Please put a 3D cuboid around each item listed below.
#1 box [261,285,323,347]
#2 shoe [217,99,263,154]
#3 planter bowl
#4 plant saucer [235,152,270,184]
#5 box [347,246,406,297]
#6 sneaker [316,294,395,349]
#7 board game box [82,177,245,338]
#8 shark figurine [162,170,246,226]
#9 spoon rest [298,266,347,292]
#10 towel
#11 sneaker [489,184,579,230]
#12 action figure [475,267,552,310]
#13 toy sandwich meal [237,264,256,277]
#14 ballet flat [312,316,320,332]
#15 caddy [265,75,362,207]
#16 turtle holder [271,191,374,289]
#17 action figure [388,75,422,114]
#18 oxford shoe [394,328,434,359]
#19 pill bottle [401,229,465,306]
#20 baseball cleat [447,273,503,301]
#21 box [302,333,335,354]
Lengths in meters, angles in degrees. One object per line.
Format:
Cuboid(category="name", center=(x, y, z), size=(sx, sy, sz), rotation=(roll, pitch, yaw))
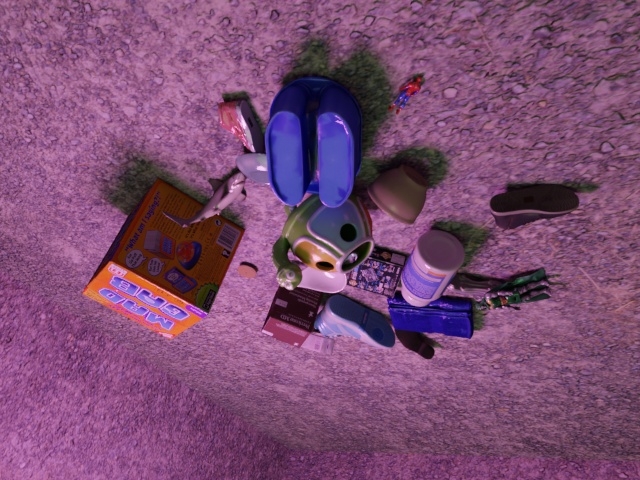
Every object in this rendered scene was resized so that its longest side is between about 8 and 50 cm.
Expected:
Cuboid(category="box", center=(-0.105, 0.270, 2.337), size=(0.169, 0.203, 0.167), rotation=(22, 146, -6))
Cuboid(category="shoe", center=(-0.222, -0.312, 1.694), size=(0.081, 0.063, 0.178), rotation=(5, 139, 24))
Cuboid(category="planter bowl", center=(0.224, -0.138, 1.657), size=(0.162, 0.162, 0.109), rotation=(30, 117, -16))
Cuboid(category="plant saucer", center=(-0.157, -0.199, 1.786), size=(0.195, 0.037, 0.195), rotation=(8, 165, 2))
Cuboid(category="box", center=(0.189, 0.106, 2.094), size=(0.175, 0.051, 0.220), rotation=(15, 146, 6))
Cuboid(category="sneaker", center=(0.128, 0.346, 2.408), size=(0.319, 0.127, 0.208), rotation=(35, 143, -6))
Cuboid(category="board game box", center=(-0.547, 0.075, 2.136), size=(0.356, 0.356, 0.356), rotation=(33, 144, -19))
Cuboid(category="shark figurine", center=(-0.353, -0.137, 1.947), size=(0.116, 0.278, 0.166), rotation=(54, -177, 13))
Cuboid(category="spoon rest", center=(-0.031, 0.129, 2.191), size=(0.277, 0.084, 0.137), rotation=(-2, 118, 30))
Cuboid(category="towel", center=(0.401, 0.284, 2.222), size=(0.309, 0.076, 0.227), rotation=(5, 143, 20))
Cuboid(category="sneaker", center=(0.571, -0.085, 1.628), size=(0.222, 0.083, 0.118), rotation=(-1, 157, 22))
Cuboid(category="action figure", center=(0.605, 0.177, 1.924), size=(0.232, 0.063, 0.137), rotation=(-19, 122, 16))
Cuboid(category="toy sandwich meal", center=(-0.284, 0.116, 2.366), size=(0.086, 0.029, 0.085), rotation=(11, 141, 9))
Cuboid(category="ballet flat", center=(-0.034, 0.348, 2.534), size=(0.249, 0.086, 0.086), rotation=(16, 146, 4))
Cuboid(category="caddy", center=(-0.015, -0.247, 1.571), size=(0.242, 0.179, 0.341), rotation=(3, 127, 5))
Cuboid(category="turtle holder", center=(0.009, -0.015, 1.753), size=(0.227, 0.320, 0.243), rotation=(46, 137, 26))
Cuboid(category="action figure", center=(0.206, -0.350, 1.455), size=(0.038, 0.030, 0.115), rotation=(24, 142, -18))
Cuboid(category="oxford shoe", center=(0.358, 0.398, 2.417), size=(0.212, 0.076, 0.076), rotation=(43, 172, -22))
Cuboid(category="pill bottle", center=(0.341, 0.099, 1.920), size=(0.152, 0.152, 0.272), rotation=(18, 147, 2))
Cuboid(category="baseball cleat", center=(0.499, 0.168, 2.012), size=(0.206, 0.072, 0.109), rotation=(10, 145, 15))
Cuboid(category="box", center=(-0.059, 0.418, 2.551), size=(0.063, 0.067, 0.324), rotation=(19, 170, -33))
